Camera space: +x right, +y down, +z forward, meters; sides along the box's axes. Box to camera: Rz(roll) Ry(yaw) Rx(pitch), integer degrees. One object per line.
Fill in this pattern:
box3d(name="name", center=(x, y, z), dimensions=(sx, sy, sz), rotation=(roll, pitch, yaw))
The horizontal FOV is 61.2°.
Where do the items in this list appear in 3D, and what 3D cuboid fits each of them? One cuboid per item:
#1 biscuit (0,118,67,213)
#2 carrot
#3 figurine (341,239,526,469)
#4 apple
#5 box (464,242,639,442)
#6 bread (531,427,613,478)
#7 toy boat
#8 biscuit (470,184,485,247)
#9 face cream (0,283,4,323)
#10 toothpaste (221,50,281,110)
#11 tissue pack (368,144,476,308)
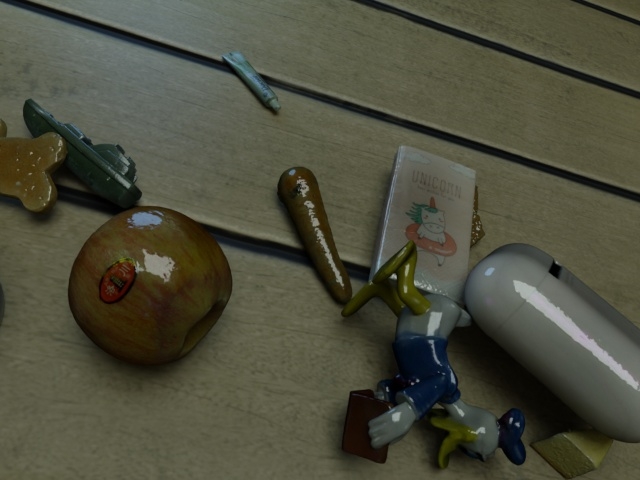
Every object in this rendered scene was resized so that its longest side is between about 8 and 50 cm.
box3d(name="biscuit", center=(-0.520, -0.124, 0.851), dimensions=(0.234, 0.030, 0.153), rotation=(7, 72, 0))
box3d(name="carrot", center=(0.000, 0.000, 0.953), dimensions=(0.078, 0.078, 0.298), rotation=(-13, 66, -26))
box3d(name="figurine", center=(0.160, 0.214, 0.774), dimensions=(0.338, 0.204, 0.283), rotation=(40, 65, 4))
box3d(name="apple", center=(-0.228, 0.061, 0.740), dimensions=(0.187, 0.211, 0.211), rotation=(34, 53, 5))
box3d(name="box", center=(0.402, 0.148, 0.886), dimensions=(0.349, 0.141, 0.288), rotation=(43, 24, 16))
box3d(name="bread", center=(0.413, 0.311, 0.865), dimensions=(0.080, 0.084, 0.109), rotation=(46, 55, 12))
box3d(name="toy boat", center=(-0.402, -0.158, 0.910), dimensions=(0.260, 0.078, 0.085), rotation=(39, 79, 9))
box3d(name="biscuit", center=(0.267, -0.038, 1.093), dimensions=(0.131, 0.026, 0.236), rotation=(46, 55, 13))
box3d(name="face cream", center=(-0.526, 0.052, 0.662), dimensions=(0.217, 0.179, 0.218), rotation=(9, 54, -13))
box3d(name="toothpaste", center=(-0.145, -0.345, 1.163), dimensions=(0.048, 0.029, 0.197), rotation=(-25, 65, -31))
box3d(name="tissue pack", center=(0.196, -0.030, 1.003), dimensions=(0.170, 0.071, 0.326), rotation=(19, 54, -3))
